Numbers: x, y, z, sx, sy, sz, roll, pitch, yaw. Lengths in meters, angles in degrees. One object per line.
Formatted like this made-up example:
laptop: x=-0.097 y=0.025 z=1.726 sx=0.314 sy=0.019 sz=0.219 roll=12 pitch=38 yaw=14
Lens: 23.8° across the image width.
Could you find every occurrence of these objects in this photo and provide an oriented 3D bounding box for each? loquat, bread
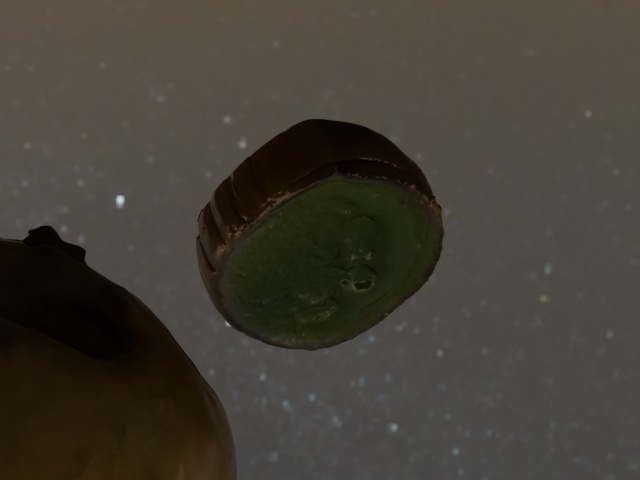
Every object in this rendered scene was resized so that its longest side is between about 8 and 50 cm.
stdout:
loquat: x=-0.154 y=0.117 z=0.601 sx=0.243 sy=0.244 sz=0.244 roll=6 pitch=-162 yaw=-2
bread: x=0.000 y=0.000 z=1.375 sx=0.236 sy=0.236 sz=0.070 roll=-1 pitch=-137 yaw=-22
